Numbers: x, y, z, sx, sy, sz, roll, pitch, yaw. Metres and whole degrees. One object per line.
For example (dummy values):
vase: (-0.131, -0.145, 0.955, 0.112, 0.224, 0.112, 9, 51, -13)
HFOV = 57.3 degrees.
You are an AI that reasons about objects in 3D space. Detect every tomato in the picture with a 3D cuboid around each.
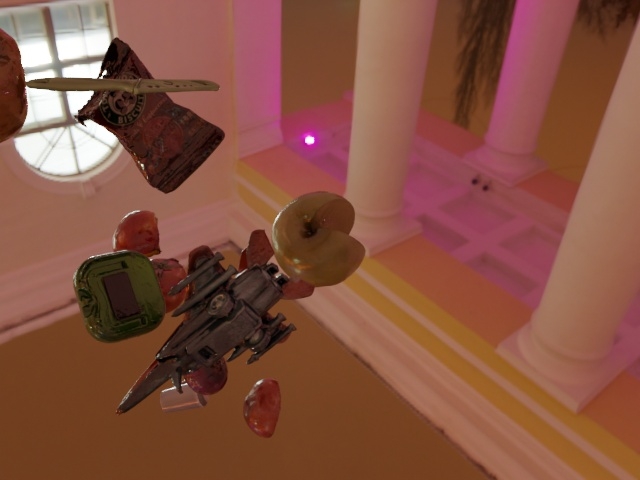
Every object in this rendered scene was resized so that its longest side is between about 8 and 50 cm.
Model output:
tomato: (-0.443, 0.129, 1.585, 0.167, 0.167, 0.167, 3, -144, -2)
tomato: (-0.159, 0.425, 1.504, 0.069, 0.156, 0.156, 12, -148, -25)

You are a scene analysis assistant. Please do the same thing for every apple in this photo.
apple: (0.000, 0.000, 1.759, 0.291, 0.254, 0.292, -6, -113, 15)

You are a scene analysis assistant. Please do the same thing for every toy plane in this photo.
toy plane: (-0.161, 0.138, 0.826, 0.326, 0.223, 0.104, -46, -144, -9)

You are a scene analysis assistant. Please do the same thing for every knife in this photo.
knife: (-0.211, -0.171, 0.648, 0.207, 0.014, 0.030, -8, -140, -28)

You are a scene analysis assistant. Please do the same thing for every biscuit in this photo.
biscuit: (-0.288, -0.196, 0.953, 0.235, 0.151, 0.063, 43, -172, 3)

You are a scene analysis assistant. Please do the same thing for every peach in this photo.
peach: (-0.474, -0.010, 1.511, 0.118, 0.151, 0.151, 0, -145, -27)

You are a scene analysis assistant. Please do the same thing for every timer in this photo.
timer: (-0.314, 0.086, 0.925, 0.128, 0.047, 0.140, -13, -100, -39)

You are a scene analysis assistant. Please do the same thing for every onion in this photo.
onion: (-0.257, 0.296, 1.345, 0.115, 0.104, 0.115, 32, -140, -32)

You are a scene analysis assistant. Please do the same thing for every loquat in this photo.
loquat: (-0.515, -0.229, 0.845, 0.176, 0.187, 0.234, -26, -175, -33)

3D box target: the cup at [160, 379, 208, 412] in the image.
cup: (-0.365, 0.412, 1.586, 0.116, 0.074, 0.104, -15, -145, 8)
